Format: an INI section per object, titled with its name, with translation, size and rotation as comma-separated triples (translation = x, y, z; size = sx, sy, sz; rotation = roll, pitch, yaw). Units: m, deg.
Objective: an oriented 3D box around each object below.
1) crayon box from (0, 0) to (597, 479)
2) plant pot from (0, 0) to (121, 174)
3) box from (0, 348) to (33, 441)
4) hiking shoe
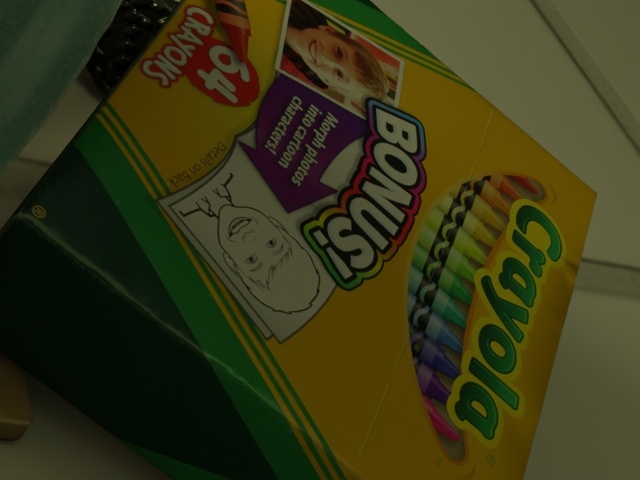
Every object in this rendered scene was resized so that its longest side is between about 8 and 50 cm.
[crayon box]
translation = 0.000, 0.000, 0.879
size = 0.313, 0.106, 0.363
rotation = 38, 41, -10
[plant pot]
translation = -0.238, -0.162, 0.663
size = 0.196, 0.293, 0.293
rotation = 33, 28, -36
[box]
translation = -0.257, 0.024, 0.741
size = 0.201, 0.021, 0.164
rotation = 13, 39, -34
[hiking shoe]
translation = -0.090, -0.121, 1.066
size = 0.227, 0.086, 0.114
rotation = 41, 18, -8
